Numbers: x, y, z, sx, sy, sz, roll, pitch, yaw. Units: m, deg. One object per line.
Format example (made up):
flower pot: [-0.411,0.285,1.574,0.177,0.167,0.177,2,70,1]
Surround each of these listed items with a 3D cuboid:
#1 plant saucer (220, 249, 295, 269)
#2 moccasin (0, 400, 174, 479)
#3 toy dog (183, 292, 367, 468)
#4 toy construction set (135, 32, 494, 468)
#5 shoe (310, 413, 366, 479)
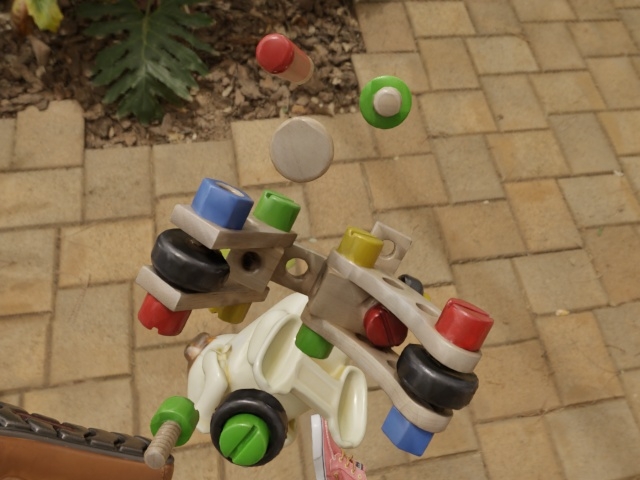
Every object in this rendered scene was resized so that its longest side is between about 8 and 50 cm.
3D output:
plant saucer: [-0.177,0.030,1.220,0.241,0.241,0.037,-2,106,-9]
moccasin: [-0.367,0.275,0.629,0.380,0.139,0.147,31,72,-36]
toy dog: [-0.137,0.267,1.153,0.284,0.408,0.395,38,44,-31]
toy construction set: [0.000,0.000,0.461,0.258,0.237,0.308,2,104,5]
shoe: [0.031,0.357,0.865,0.081,0.063,0.178,-7,104,-2]
